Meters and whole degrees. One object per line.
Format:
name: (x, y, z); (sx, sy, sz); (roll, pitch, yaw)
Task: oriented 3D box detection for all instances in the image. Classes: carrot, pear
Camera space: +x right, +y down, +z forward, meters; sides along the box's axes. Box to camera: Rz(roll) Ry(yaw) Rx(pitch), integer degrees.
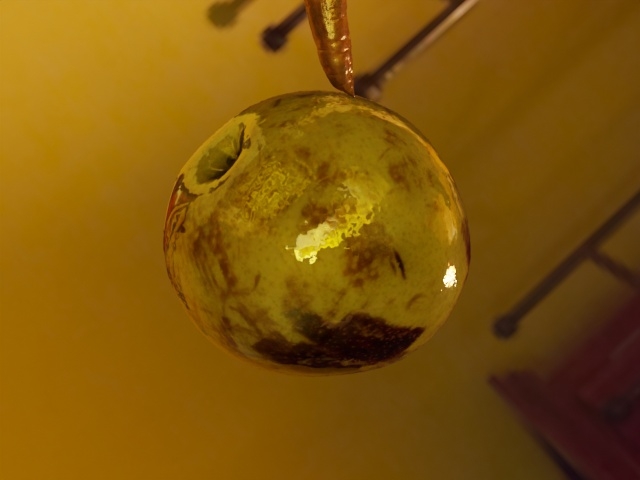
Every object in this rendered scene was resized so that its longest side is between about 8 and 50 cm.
carrot: (0.000, -0.227, 1.429); (0.057, 0.057, 0.224); (-145, 46, -74)
pear: (0.000, 0.000, 1.563); (0.283, 0.283, 0.283); (48, 176, 4)
